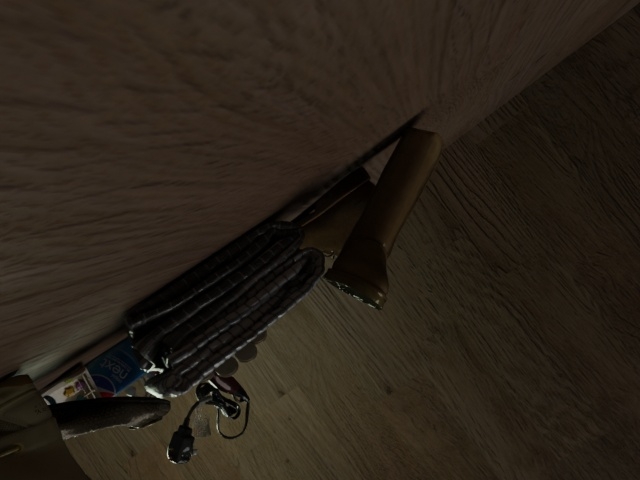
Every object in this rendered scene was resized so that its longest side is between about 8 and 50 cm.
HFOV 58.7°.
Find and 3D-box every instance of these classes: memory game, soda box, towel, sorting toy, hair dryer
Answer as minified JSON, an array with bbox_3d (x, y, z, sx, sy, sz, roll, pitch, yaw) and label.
[{"bbox_3d":[-0.183,0.156,0.949,0.186,0.186,0.012,-35,142,-27],"label":"memory game"},{"bbox_3d":[-0.376,0.242,0.912,0.210,0.067,0.071,-36,178,-33],"label":"soda box"},{"bbox_3d":[-0.147,0.097,0.826,0.284,0.121,0.235,-37,180,-24],"label":"towel"},{"bbox_3d":[-0.372,0.229,0.843,0.075,0.083,0.045,-27,-146,-24],"label":"sorting toy"},{"bbox_3d":[-0.213,0.232,1.032,0.080,0.293,0.223,1,179,22],"label":"hair dryer"}]

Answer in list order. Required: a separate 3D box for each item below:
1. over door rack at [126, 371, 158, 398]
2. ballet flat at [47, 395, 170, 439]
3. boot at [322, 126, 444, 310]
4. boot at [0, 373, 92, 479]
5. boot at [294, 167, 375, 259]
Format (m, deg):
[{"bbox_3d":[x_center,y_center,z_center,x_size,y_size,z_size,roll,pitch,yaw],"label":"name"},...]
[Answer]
[{"bbox_3d":[-0.292,0.206,1.183,0.239,0.108,0.324,-37,-168,45],"label":"over door rack"},{"bbox_3d":[-0.293,0.225,0.698,0.084,0.058,0.250,-12,165,34],"label":"ballet flat"},{"bbox_3d":[0.099,-0.043,0.833,0.269,0.089,0.236,-61,-173,-2],"label":"boot"},{"bbox_3d":[-0.342,0.284,0.536,0.262,0.203,0.095,-37,177,-21],"label":"boot"},{"bbox_3d":[0.000,0.000,1.041,0.305,0.115,0.112,-37,180,38],"label":"boot"}]
